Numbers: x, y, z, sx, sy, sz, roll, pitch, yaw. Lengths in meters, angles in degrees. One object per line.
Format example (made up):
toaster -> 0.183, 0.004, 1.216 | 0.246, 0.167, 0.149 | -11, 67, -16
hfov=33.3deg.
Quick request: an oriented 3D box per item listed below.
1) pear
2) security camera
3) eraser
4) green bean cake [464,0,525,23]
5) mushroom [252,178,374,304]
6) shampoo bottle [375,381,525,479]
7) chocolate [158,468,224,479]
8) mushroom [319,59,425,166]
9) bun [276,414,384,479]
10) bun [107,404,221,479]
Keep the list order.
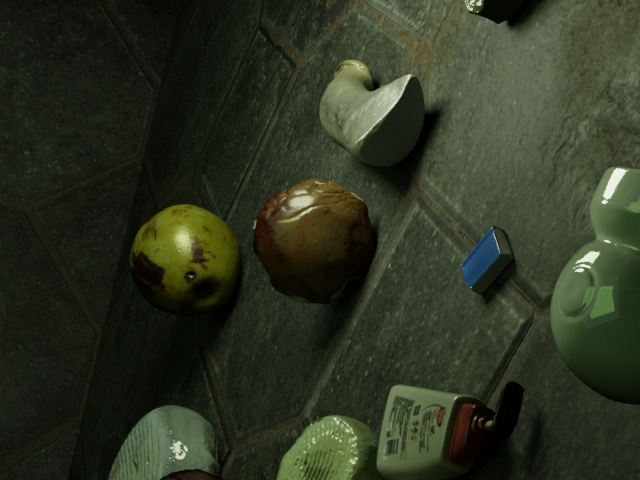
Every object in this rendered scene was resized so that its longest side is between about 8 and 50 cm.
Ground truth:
pear -> -0.323, 0.055, 2.566 | 0.283, 0.284, 0.283 | -48, 31, 42
security camera -> 0.349, 0.058, 1.121 | 0.194, 0.195, 0.236 | 21, 93, 68
eraser -> 0.246, 0.030, 1.586 | 0.084, 0.027, 0.063 | -55, 28, 33
green bean cake -> 0.310, -0.474, 1.773 | 0.183, 0.094, 0.185 | -50, 30, 39
mushroom -> -0.013, -0.025, 2.067 | 0.233, 0.208, 0.301 | -21, 25, 8
shampoo bottle -> 0.181, 0.260, 1.493 | 0.284, 0.071, 0.153 | -24, 47, 57
chocolate -> -0.229, 0.579, 1.955 | 0.186, 0.284, 0.283 | 33, 102, 48
mushroom -> 0.081, -0.253, 2.077 | 0.177, 0.126, 0.397 | -58, 23, 4
bun -> 0.025, 0.374, 1.674 | 0.195, 0.118, 0.195 | -28, 44, 31
bun -> -0.327, 0.532, 2.261 | 0.354, 0.194, 0.354 | -44, 34, 41
